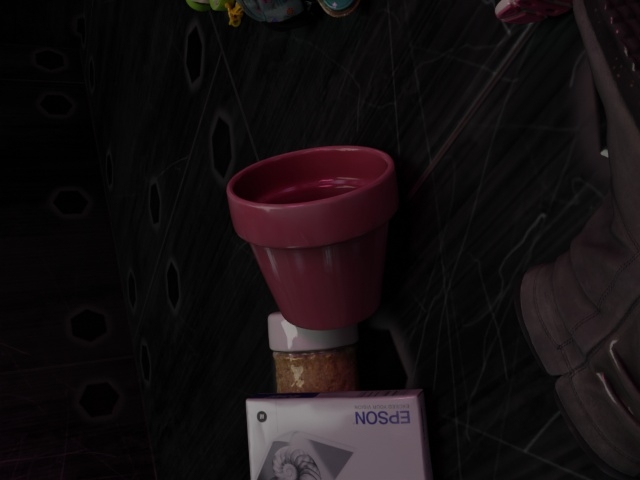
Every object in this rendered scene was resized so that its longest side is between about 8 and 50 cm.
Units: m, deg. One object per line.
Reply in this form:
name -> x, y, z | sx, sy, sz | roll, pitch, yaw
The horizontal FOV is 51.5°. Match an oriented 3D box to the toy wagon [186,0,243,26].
toy wagon -> -0.208, -0.561, 1.253 | 0.267, 0.068, 0.344 | -48, 52, 55

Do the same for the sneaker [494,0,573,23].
sneaker -> 0.196, -0.240, 0.509 | 0.170, 0.063, 0.074 | -41, 58, 52

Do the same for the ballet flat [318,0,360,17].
ballet flat -> 0.016, -0.372, 0.860 | 0.067, 0.073, 0.206 | 82, -179, -78

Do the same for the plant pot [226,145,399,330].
plant pot -> 0.000, 0.000, 0.803 | 0.201, 0.201, 0.180 | 36, 140, 57

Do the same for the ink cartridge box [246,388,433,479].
ink cartridge box -> 0.023, 0.293, 0.788 | 0.223, 0.045, 0.224 | -7, 87, 20

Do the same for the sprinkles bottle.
sprinkles bottle -> 0.005, 0.267, 0.885 | 0.121, 0.121, 0.355 | -11, 84, 63

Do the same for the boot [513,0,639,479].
boot -> 0.206, -0.010, 0.470 | 0.222, 0.118, 0.338 | 128, 136, -60

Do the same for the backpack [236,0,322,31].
backpack -> -0.083, -0.387, 0.908 | 0.152, 0.115, 0.182 | 66, -173, 29
